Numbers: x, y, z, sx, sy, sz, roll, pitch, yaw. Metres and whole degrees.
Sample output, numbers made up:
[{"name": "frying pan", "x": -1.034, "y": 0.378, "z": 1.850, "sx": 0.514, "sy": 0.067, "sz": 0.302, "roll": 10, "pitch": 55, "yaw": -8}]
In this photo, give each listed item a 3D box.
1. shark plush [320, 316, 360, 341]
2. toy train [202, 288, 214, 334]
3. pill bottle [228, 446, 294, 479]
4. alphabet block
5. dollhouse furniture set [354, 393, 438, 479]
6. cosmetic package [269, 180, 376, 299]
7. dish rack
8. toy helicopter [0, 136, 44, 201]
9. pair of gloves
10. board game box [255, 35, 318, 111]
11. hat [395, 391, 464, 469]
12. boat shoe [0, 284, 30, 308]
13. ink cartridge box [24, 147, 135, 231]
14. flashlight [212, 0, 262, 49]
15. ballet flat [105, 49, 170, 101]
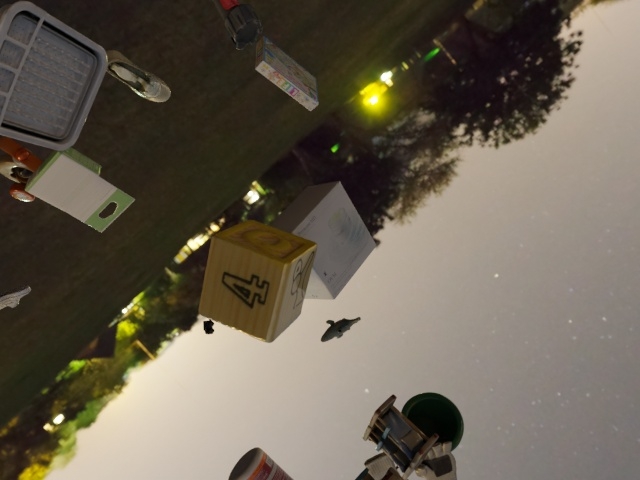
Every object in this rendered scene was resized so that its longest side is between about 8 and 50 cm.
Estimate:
[{"name": "shark plush", "x": 0.074, "y": 0.300, "z": 1.846, "sx": 0.161, "sy": 0.073, "sz": 0.067, "roll": -18, "pitch": -172, "yaw": 31}, {"name": "toy train", "x": -0.357, "y": 0.218, "z": 1.738, "sx": 0.036, "sy": 0.158, "sz": 0.027, "roll": -7, "pitch": 164, "yaw": 5}, {"name": "pill bottle", "x": -0.128, "y": 0.664, "z": 1.455, "sx": 0.121, "sy": 0.221, "sz": 0.121, "roll": -43, "pitch": -172, "yaw": 7}, {"name": "alphabet block", "x": -0.140, "y": 0.086, "z": 1.262, "sx": 0.192, "sy": 0.193, "sz": 0.197, "roll": -37, "pitch": 143, "yaw": -68}, {"name": "dollhouse furniture set", "x": 0.129, "y": 0.446, "z": 1.146, "sx": 0.183, "sy": 0.129, "sz": 0.129, "roll": -31, "pitch": 148, "yaw": -36}, {"name": "cosmetic package", "x": 0.000, "y": 0.000, "z": 1.461, "sx": 0.138, "sy": 0.225, "sz": 0.224, "roll": -6, "pitch": -145, "yaw": 47}, {"name": "dish rack", "x": -0.654, "y": -0.369, "z": 1.267, "sx": 0.286, "sy": 0.072, "sz": 0.333, "roll": -66, "pitch": 166, "yaw": 4}, {"name": "toy helicopter", "x": -0.922, "y": -0.245, "z": 1.857, "sx": 0.235, "sy": 0.355, "sz": 0.140, "roll": 77, "pitch": 18, "yaw": -62}, {"name": "pair of gloves", "x": 0.243, "y": 0.623, "z": 1.427, "sx": 0.240, "sy": 0.204, "sz": 0.042, "roll": -15, "pitch": -162, "yaw": -3}, {"name": "board game box", "x": -0.070, "y": -0.356, "z": 1.176, "sx": 0.026, "sy": 0.154, "sz": 0.103, "roll": -37, "pitch": -142, "yaw": 31}, {"name": "hat", "x": 0.287, "y": 0.553, "z": 1.588, "sx": 0.208, "sy": 0.173, "sz": 0.184, "roll": -14, "pitch": 151, "yaw": -15}, {"name": "boat shoe", "x": -0.691, "y": 0.132, "z": 1.231, "sx": 0.100, "sy": 0.035, "sz": 0.035, "roll": -23, "pitch": -157, "yaw": -2}, {"name": "ink cartridge box", "x": -0.660, "y": -0.142, "z": 1.525, "sx": 0.171, "sy": 0.235, "sz": 0.056, "roll": -37, "pitch": -140, "yaw": 22}, {"name": "flashlight", "x": -0.242, "y": -0.648, "z": 1.429, "sx": 0.103, "sy": 0.304, "sz": 0.103, "roll": -28, "pitch": 160, "yaw": -6}, {"name": "ballet flat", "x": -0.576, "y": -0.506, "z": 1.743, "sx": 0.086, "sy": 0.248, "sz": 0.086, "roll": -21, "pitch": -124, "yaw": 36}]
